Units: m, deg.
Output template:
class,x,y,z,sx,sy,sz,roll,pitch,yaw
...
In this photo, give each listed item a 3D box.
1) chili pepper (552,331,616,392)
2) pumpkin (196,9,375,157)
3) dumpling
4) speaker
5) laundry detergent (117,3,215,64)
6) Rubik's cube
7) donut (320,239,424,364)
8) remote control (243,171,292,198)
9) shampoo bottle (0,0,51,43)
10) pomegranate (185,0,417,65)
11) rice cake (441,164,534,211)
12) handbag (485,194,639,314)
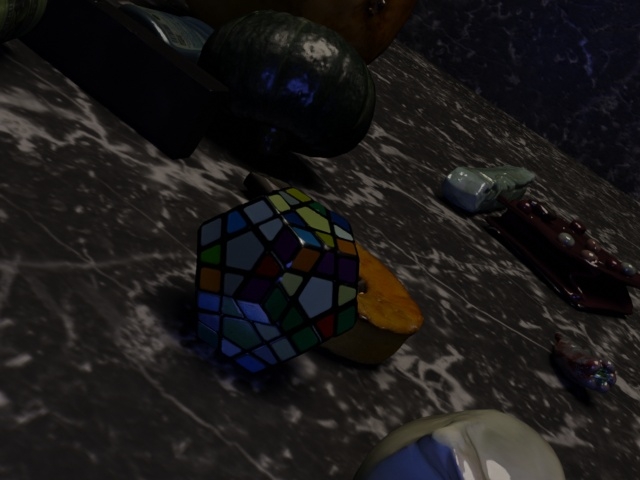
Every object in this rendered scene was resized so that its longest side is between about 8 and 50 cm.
class,x,y,z,sx,sy,sz,roll,pitch,yaw
chili pepper,0.281,0.134,1.079,0.050,0.041,0.153,51,-1,-11
pumpkin,-0.040,-0.170,1.130,0.211,0.152,0.211,29,-13,7
dumpling,0.090,0.165,0.557,0.151,0.124,0.229,50,-4,8
speaker,-0.200,-0.176,0.994,0.218,0.082,0.044,36,19,13
laundry detergent,-0.174,-0.243,1.234,0.096,0.061,0.206,36,18,15
Rubik's cube,-0.033,0.027,0.699,0.112,0.133,0.133,66,22,2
donut,0.011,0.042,0.827,0.151,0.058,0.152,30,19,-12
remote control,0.000,0.000,0.960,0.059,0.028,0.212,8,31,-51
shampoo bottle,-0.314,-0.200,0.825,0.101,0.101,0.284,31,18,-6
pomegranate,-0.052,-0.428,1.456,0.410,0.410,0.410,30,18,-11
rice cake,0.269,-0.086,1.586,0.066,0.063,0.336,31,18,18
handbag,0.366,0.017,1.468,0.203,0.074,0.216,14,26,-47
